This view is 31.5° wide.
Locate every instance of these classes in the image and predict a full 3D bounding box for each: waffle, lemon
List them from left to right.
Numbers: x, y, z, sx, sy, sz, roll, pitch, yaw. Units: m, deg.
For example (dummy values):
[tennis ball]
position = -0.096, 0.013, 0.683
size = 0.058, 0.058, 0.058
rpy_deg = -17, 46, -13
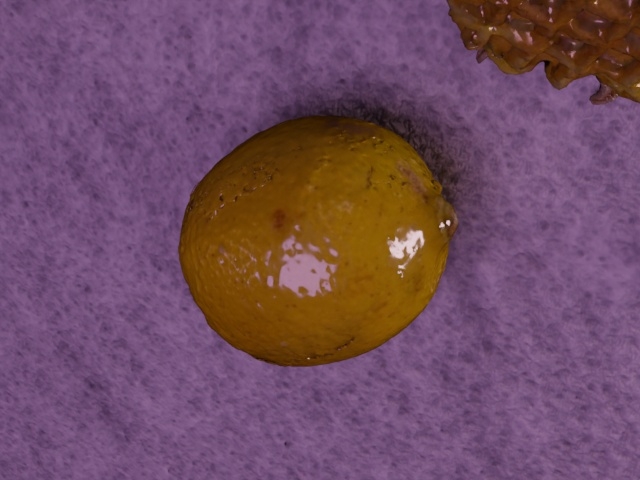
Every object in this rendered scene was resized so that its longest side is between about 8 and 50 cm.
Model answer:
[lemon]
position = 0.000, 0.000, 1.167
size = 0.310, 0.258, 0.258
rpy_deg = -16, 109, 35
[waffle]
position = 0.234, -0.207, 0.911
size = 0.302, 0.068, 0.325
rpy_deg = 4, 160, 32

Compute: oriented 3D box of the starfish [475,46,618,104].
[starfish]
position = 0.244, -0.222, 1.053
size = 0.238, 0.057, 0.213
rpy_deg = -9, 120, 37
